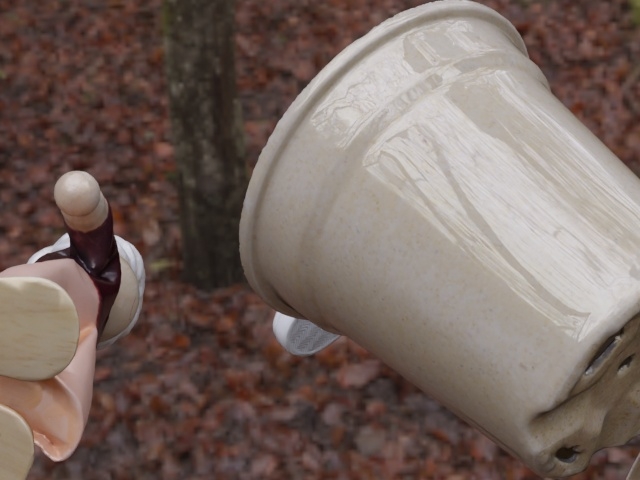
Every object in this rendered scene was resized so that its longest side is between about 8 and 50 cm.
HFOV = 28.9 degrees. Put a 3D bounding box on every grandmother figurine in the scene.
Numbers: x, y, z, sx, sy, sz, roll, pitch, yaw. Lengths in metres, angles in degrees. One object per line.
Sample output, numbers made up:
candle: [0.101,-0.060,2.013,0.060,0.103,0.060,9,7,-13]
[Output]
grandmother figurine: [-0.169,0.058,0.785,0.104,0.208,0.342,31,8,-4]

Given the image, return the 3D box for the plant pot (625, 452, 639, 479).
plant pot: [0.470,0.352,1.395,0.190,0.284,0.284,21,16,-7]

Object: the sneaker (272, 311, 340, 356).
sneaker: [0.000,0.000,1.542,0.169,0.108,0.292,24,68,36]

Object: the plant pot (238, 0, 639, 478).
plant pot: [0.152,0.020,1.036,0.333,0.334,0.305,-16,46,-36]
